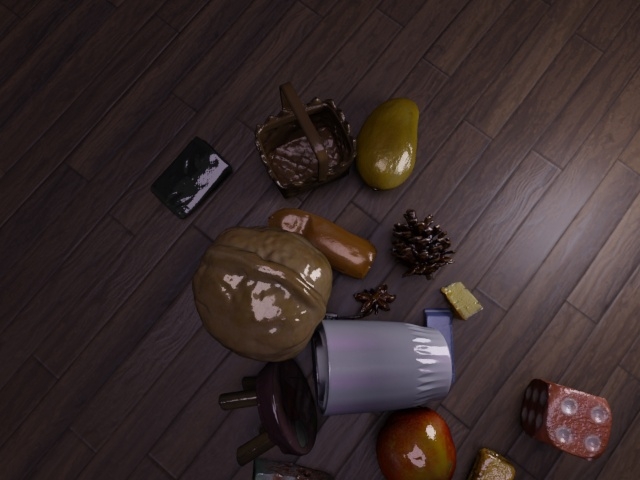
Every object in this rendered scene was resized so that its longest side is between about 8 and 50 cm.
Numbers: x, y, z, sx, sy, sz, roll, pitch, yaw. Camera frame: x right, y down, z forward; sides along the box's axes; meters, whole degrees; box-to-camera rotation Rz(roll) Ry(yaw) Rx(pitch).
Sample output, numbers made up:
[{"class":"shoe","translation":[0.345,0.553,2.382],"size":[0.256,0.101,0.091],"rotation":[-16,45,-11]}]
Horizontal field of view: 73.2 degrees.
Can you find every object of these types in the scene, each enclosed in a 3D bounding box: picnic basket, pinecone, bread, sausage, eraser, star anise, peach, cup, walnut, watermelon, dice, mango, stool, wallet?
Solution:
[{"class":"picnic basket","translation":[-0.044,-0.293,1.293],"size":[0.291,0.321,0.254],"rotation":[-24,78,-5]},{"class":"pinecone","translation":[0.299,0.010,1.310],"size":[0.185,0.169,0.212],"rotation":[-9,60,-43]},{"class":"bread","translation":[0.436,0.179,1.327],"size":[0.084,0.080,0.109],"rotation":[-27,84,-6]},{"class":"sausage","translation":[0.001,0.000,1.345],"size":[0.353,0.116,0.134],"rotation":[27,96,8]},{"class":"eraser","translation":[0.365,0.321,1.327],"size":[0.081,0.036,0.225],"rotation":[-1,81,0]},{"class":"star anise","translation":[0.144,0.201,1.338],"size":[0.190,0.070,0.097],"rotation":[-16,54,0]},{"class":"peach","translation":[0.266,0.584,1.198],"size":[0.230,0.231,0.231],"rotation":[0,81,1]},{"class":"cup","translation":[0.154,0.352,1.213],"size":[0.371,0.253,0.254],"rotation":[2,81,-11]},{"class":"walnut","translation":[-0.154,0.133,1.156],"size":[0.380,0.381,0.382],"rotation":[0,81,1]},{"class":"bread","translation":[0.475,0.718,1.240],"size":[0.113,0.083,0.211],"rotation":[26,82,10]},{"class":"watermelon","translation":[-0.080,0.722,1.253],"size":[0.240,0.094,0.154],"rotation":[-3,88,-2]},{"class":"dice","translation":[0.689,0.503,1.224],"size":[0.179,0.175,0.174],"rotation":[15,82,2]},{"class":"mango","translation":[0.211,-0.313,1.384],"size":[0.195,0.142,0.332],"rotation":[9,74,-2]},{"class":"stool","translation":[-0.139,0.477,1.212],"size":[0.178,0.272,0.272],"rotation":[-23,81,13]},{"class":"wallet","translation":[-0.427,-0.205,1.417],"size":[0.168,0.052,0.245],"rotation":[43,89,7]}]

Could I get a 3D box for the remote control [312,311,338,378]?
[{"class":"remote control","translation":[0.015,0.328,1.334],"size":[0.059,0.028,0.212],"rotation":[7,82,-2]}]
